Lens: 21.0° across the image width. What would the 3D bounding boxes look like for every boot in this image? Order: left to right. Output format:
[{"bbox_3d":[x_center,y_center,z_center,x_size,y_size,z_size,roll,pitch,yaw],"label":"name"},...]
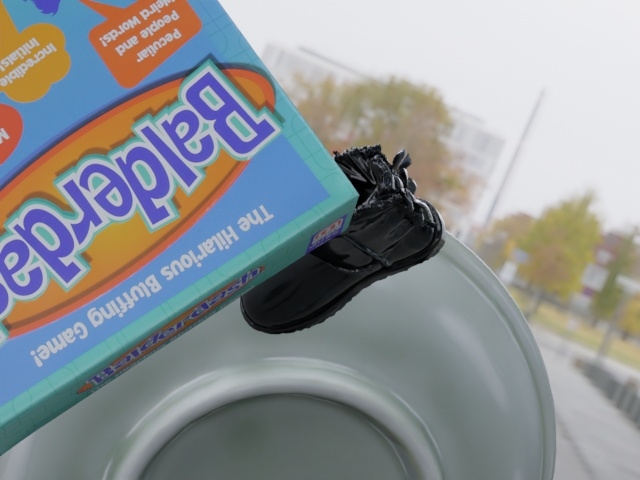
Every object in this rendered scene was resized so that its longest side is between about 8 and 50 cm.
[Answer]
[{"bbox_3d":[0.000,0.001,0.826,0.099,0.121,0.045,34,33,-66],"label":"boot"}]

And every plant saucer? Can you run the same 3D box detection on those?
[{"bbox_3d":[-0.033,0.163,1.094,0.400,0.400,0.100,23,14,-17],"label":"plant saucer"}]

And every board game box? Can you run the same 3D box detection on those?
[{"bbox_3d":[-0.111,-0.052,0.636,0.210,0.160,0.047,54,-14,10],"label":"board game box"}]
